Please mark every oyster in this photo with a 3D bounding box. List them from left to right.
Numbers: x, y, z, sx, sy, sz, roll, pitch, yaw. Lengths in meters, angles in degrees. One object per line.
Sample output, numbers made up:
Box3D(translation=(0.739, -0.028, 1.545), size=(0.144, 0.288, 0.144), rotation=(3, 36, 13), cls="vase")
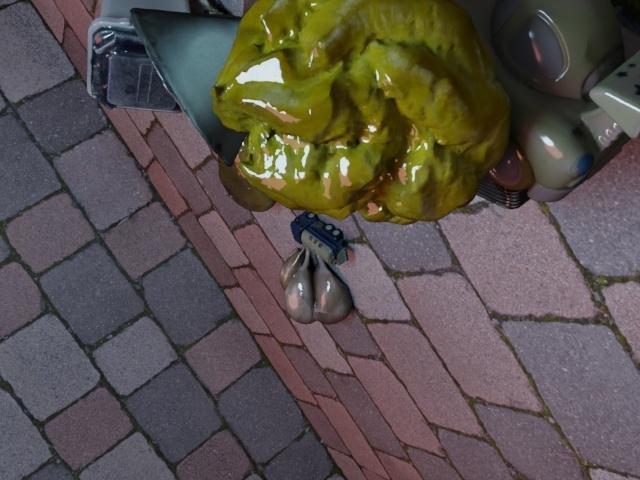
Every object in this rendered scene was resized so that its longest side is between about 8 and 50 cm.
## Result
Box3D(translation=(-0.266, -0.512, 1.688), size=(0.214, 0.083, 0.223), rotation=(-28, 81, 60), cls="oyster")

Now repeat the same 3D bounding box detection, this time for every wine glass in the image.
Box3D(translation=(-0.040, -0.324, 1.012), size=(0.267, 0.406, 0.267), rotation=(59, -179, -1), cls="wine glass")

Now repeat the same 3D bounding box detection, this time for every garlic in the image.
Box3D(translation=(-0.017, 0.144, 2.097), size=(0.292, 0.210, 0.238), rotation=(85, 177, -59), cls="garlic")

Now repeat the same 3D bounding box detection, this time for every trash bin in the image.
Box3D(translation=(-0.401, -0.507, 1.633), size=(0.256, 0.295, 0.368), rotation=(117, 149, -54), cls="trash bin")

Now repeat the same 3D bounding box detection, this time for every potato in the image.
Box3D(translation=(-0.214, -0.204, 1.949), size=(0.191, 0.141, 0.296), rotation=(36, 150, 32), cls="potato")

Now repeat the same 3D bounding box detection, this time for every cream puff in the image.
Box3D(translation=(0.030, -0.133, 0.776), size=(0.291, 0.257, 0.325), rotation=(39, 155, 36), cls="cream puff")

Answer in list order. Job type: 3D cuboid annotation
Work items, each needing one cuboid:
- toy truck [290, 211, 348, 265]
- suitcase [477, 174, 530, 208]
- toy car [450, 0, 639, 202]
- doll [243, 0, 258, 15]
Box3D(translation=(0.000, 0.000, 1.875), size=(0.201, 0.088, 0.074), rotation=(37, 154, 38), cls="toy truck")
Box3D(translation=(0.228, -0.195, 1.076), size=(0.312, 0.128, 0.202), rotation=(35, 151, 40), cls="suitcase")
Box3D(translation=(0.255, -0.240, 0.810), size=(0.336, 0.242, 0.226), rotation=(50, 160, 9), cls="toy car")
Box3D(translation=(-0.065, -0.447, 1.244), size=(0.303, 0.156, 0.201), rotation=(-103, 23, -58), cls="doll")
